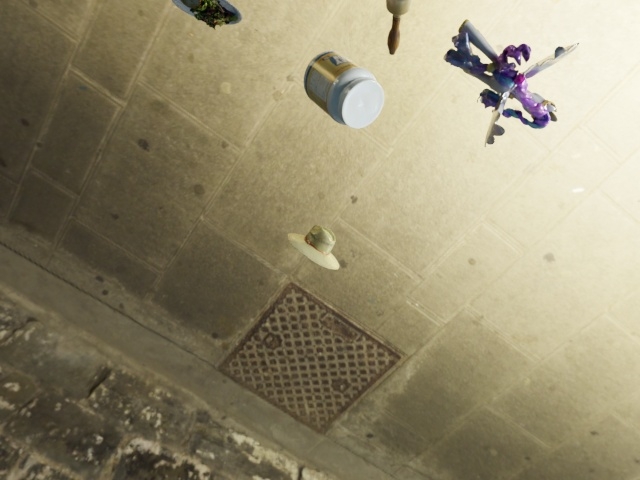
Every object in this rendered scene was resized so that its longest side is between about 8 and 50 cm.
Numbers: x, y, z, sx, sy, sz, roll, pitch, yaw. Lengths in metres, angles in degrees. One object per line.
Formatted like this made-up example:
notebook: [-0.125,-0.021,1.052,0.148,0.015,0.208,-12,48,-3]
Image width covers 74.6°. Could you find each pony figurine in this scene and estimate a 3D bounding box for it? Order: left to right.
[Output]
pony figurine: [0.514,-0.446,1.162,0.363,0.351,0.303,46,121,9]

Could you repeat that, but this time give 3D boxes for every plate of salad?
plate of salad: [-0.321,-0.647,1.184,0.199,0.200,0.048,10,94,0]

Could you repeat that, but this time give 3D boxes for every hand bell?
hand bell: [0.213,-0.613,1.164,0.126,0.242,0.126,-1,70,4]

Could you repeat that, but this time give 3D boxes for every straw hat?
straw hat: [0.000,0.000,0.968,0.144,0.144,0.061,29,107,-9]

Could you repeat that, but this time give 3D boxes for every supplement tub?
supplement tub: [0.058,-0.388,1.081,0.144,0.200,0.144,-20,137,-20]
